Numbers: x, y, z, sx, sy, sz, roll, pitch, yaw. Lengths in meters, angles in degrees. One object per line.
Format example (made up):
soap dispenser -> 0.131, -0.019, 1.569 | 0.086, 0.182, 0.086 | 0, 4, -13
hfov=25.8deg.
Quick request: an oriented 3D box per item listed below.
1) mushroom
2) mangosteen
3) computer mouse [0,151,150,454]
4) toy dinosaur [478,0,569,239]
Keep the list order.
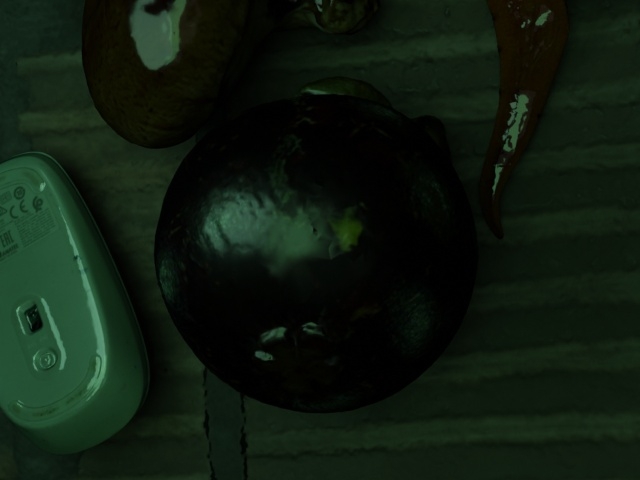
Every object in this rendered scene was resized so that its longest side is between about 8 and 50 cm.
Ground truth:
mushroom -> -0.118, -0.203, 1.249 | 0.254, 0.267, 0.267 | 37, 101, -21
mangosteen -> 0.000, 0.000, 1.174 | 0.288, 0.288, 0.288 | 0, 89, 17
computer mouse -> -0.257, 0.061, 1.329 | 0.159, 0.097, 0.288 | -30, 70, 16
toy dinosaur -> 0.195, -0.232, 1.197 | 0.208, 0.097, 0.432 | -12, 82, 30
